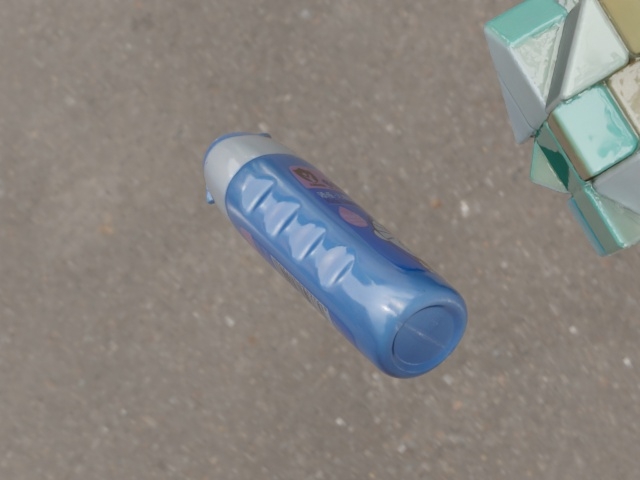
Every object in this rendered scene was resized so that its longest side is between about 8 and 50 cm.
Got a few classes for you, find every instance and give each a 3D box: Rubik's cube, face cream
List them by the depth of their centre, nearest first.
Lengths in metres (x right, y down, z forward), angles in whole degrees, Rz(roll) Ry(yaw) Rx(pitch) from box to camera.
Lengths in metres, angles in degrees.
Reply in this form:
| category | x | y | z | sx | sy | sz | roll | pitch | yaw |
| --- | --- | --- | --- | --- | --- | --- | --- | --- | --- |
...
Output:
| category | x | y | z | sx | sy | sz | roll | pitch | yaw |
| --- | --- | --- | --- | --- | --- | --- | --- | --- | --- |
| face cream | 0.000 | 0.000 | 1.174 | 0.083 | 0.149 | 0.264 | -50 | 56 | 4 |
| Rubik's cube | 0.261 | -0.125 | 1.179 | 0.224 | 0.265 | 0.213 | -31 | 84 | -1 |
